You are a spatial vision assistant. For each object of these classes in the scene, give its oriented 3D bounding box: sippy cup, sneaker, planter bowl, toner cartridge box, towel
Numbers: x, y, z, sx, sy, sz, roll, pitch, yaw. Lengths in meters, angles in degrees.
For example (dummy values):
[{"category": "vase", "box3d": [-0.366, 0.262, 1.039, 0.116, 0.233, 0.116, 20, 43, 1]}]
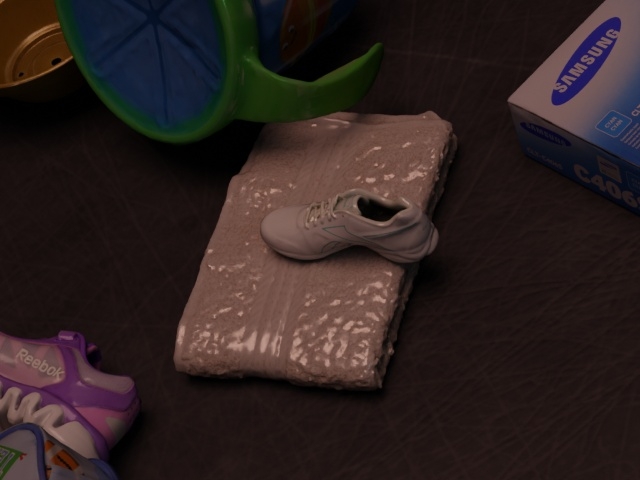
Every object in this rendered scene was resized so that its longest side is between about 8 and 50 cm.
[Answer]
[{"category": "sippy cup", "box3d": [-0.087, -0.235, 1.504, 0.224, 0.305, 0.240, -33, 7, -40]}, {"category": "sneaker", "box3d": [0.019, -0.019, 1.348, 0.152, 0.061, 0.053, 0, 57, 22]}, {"category": "planter bowl", "box3d": [-0.279, -0.204, 1.647, 0.217, 0.090, 0.217, -11, 50, 13]}, {"category": "sneaker", "box3d": [-0.241, 0.115, 1.389, 0.236, 0.095, 0.104, 28, 60, 30]}, {"category": "toner cartridge box", "box3d": [0.337, -0.179, 1.406, 0.165, 0.075, 0.348, 32, 69, 38]}, {"category": "towel", "box3d": [0.000, 0.000, 1.409, 0.187, 0.049, 0.282, 3, 55, 23]}]

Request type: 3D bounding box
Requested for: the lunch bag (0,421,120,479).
[{"category": "lunch bag", "box3d": [-0.244, 0.296, 1.209, 0.243, 0.115, 0.303, -34, 45, 17]}]
